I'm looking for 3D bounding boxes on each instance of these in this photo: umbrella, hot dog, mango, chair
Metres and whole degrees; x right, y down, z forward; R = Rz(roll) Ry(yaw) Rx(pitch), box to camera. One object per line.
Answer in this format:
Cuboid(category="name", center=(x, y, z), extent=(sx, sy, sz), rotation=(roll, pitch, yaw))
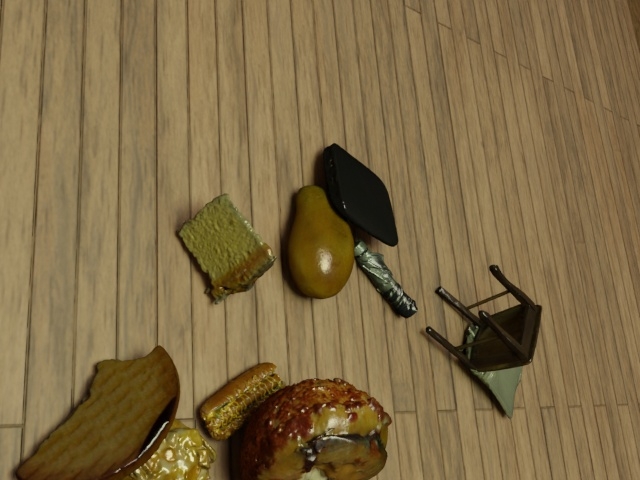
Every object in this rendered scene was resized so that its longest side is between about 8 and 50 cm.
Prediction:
Cuboid(category="umbrella", center=(0.127, 0.076, 1.362), extent=(0.188, 0.046, 0.050), rotation=(49, 45, -9))
Cuboid(category="hot dog", center=(-0.122, 0.252, 1.071), extent=(0.165, 0.045, 0.071), rotation=(-29, 96, -45))
Cuboid(category="mango", center=(0.000, 0.000, 1.245), extent=(0.136, 0.099, 0.227), rotation=(19, 53, -35))
Cuboid(category="chair", center=(0.389, 0.224, 1.447), extent=(0.319, 0.186, 0.160), rotation=(43, 45, -18))

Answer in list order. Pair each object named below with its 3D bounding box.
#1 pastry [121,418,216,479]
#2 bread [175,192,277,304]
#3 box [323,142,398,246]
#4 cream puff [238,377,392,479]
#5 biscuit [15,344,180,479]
Cuboid(category="pastry", center=(-0.230, 0.360, 0.894), extent=(0.154, 0.102, 0.250), rotation=(39, 50, -20))
Cuboid(category="bread", center=(-0.132, 0.003, 1.092), extent=(0.127, 0.152, 0.147), rotation=(-33, 88, -45))
Cuboid(category="box", center=(0.081, -0.087, 1.340), extent=(0.201, 0.042, 0.212), rotation=(35, 32, -38))
Cuboid(category="cream puff", center=(-0.010, 0.302, 1.031), extent=(0.240, 0.240, 0.164), rotation=(24, 41, -33))
Cuboid(category="biscuit", center=(-0.287, 0.239, 0.897), extent=(0.228, 0.031, 0.176), rotation=(-23, 48, -18))
